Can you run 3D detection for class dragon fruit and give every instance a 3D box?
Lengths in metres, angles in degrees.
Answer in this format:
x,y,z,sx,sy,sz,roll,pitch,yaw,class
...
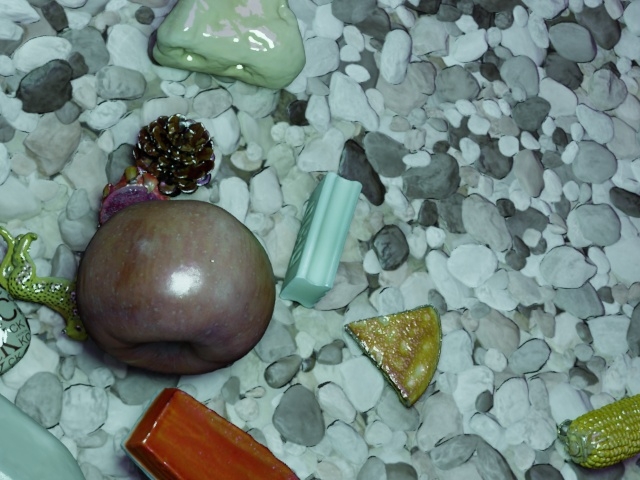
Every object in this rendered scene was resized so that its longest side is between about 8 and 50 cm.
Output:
x,y,z,sx,sy,sz,roll,pitch,yaw,class
-0.297,-0.056,1.863,0.112,0.126,0.068,4,26,-12,dragon fruit

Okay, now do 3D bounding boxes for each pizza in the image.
x,y,z,sx,sy,sz,roll,pitch,yaw,class
0.117,0.183,1.941,0.176,0.036,0.184,10,69,-14,pizza

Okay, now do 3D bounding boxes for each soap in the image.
x,y,z,sx,sy,sz,roll,pitch,yaw,class
0.000,0.000,1.922,0.066,0.119,0.198,22,64,-11,soap

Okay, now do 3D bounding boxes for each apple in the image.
x,y,z,sx,sy,sz,roll,pitch,yaw,class
-0.208,0.064,1.728,0.306,0.306,0.235,9,65,-16,apple

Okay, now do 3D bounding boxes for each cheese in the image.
x,y,z,sx,sy,sz,roll,pitch,yaw,class
-0.133,-0.388,1.993,0.251,0.173,0.248,19,74,-11,cheese

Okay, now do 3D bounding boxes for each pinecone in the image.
x,y,z,sx,sy,sz,roll,pitch,yaw,class
-0.235,-0.139,1.893,0.140,0.121,0.140,3,75,-12,pinecone

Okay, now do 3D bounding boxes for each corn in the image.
x,y,z,sx,sy,sz,roll,pitch,yaw,class
0.543,0.317,2.009,0.293,0.106,0.106,-12,74,-27,corn

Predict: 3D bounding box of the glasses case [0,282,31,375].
x,y,z,sx,sy,sz,roll,pitch,yaw,class
-0.567,0.052,1.720,0.137,0.085,0.354,-38,86,-24,glasses case

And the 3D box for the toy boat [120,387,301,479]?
x,y,z,sx,sy,sz,roll,pitch,yaw,class
-0.145,0.363,1.737,0.332,0.133,0.145,41,57,-13,toy boat

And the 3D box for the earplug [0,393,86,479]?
x,y,z,sx,sy,sz,roll,pitch,yaw,class
-0.495,0.335,1.521,0.394,0.312,0.312,38,63,-6,earplug

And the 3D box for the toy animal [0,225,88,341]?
x,y,z,sx,sy,sz,roll,pitch,yaw,class
-0.422,0.065,1.778,0.181,0.073,0.136,21,72,-15,toy animal
